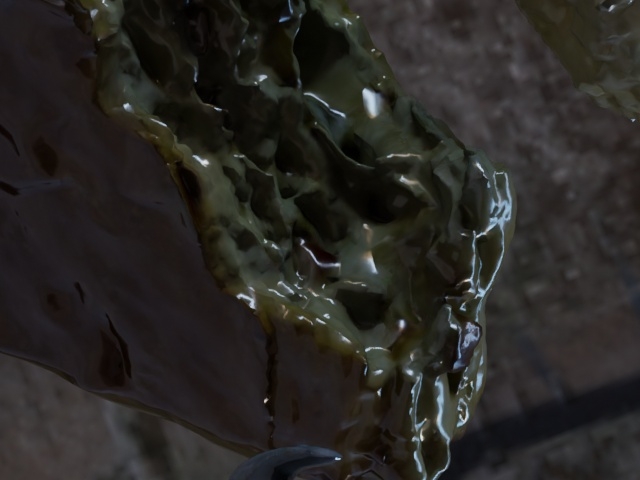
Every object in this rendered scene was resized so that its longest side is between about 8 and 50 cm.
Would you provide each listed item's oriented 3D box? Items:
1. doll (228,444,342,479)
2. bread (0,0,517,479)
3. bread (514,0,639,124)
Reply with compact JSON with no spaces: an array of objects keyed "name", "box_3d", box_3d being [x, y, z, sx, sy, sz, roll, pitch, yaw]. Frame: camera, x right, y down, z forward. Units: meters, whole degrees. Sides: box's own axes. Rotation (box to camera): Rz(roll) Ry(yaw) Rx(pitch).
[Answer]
[{"name":"doll","box_3d":[-0.027,0.134,0.632,0.062,0.194,0.104,29,47,-22]},{"name":"bread","box_3d":[-0.072,-0.060,1.026,0.191,0.370,0.314,-51,150,-48]},{"name":"bread","box_3d":[0.269,-0.249,1.012,0.390,0.371,0.279,5,44,-46]}]
